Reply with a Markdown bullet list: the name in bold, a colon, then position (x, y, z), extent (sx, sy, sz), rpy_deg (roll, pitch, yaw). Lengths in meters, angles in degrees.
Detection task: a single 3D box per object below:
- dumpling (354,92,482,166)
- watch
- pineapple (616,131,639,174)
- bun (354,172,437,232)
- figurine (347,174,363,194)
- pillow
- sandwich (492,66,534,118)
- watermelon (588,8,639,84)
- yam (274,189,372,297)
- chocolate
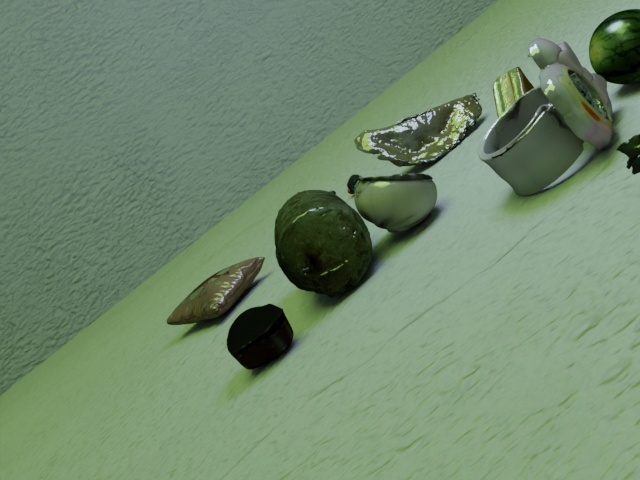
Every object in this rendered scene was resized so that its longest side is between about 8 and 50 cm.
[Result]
- **dumpling**: position (0.263, -0.247, 2.205), extent (0.332, 0.166, 0.086), rpy_deg (-20, -28, 5)
- **watch**: position (0.387, -0.211, 1.556), extent (0.217, 0.211, 0.248), rpy_deg (-39, 18, 32)
- **pineapple**: position (0.517, -0.150, 1.114), extent (0.170, 0.141, 0.310), rpy_deg (-46, 8, -17)
- **bun**: position (0.156, -0.076, 1.805), extent (0.173, 0.119, 0.173), rpy_deg (-4, 3, 0)
- **figurine**: position (0.103, -0.145, 2.375), extent (0.106, 0.047, 0.060), rpy_deg (-135, 61, -70)
- **pillow**: position (-0.269, 0.136, 2.277), extent (0.236, 0.084, 0.223), rpy_deg (-20, 19, 46)
- **sandwich**: position (0.413, -0.287, 1.882), extent (0.079, 0.113, 0.163), rpy_deg (-28, 16, 35)
- **watermelon**: position (0.593, -0.366, 1.635), extent (0.141, 0.140, 0.187), rpy_deg (-43, 17, -26)
- **yam**: position (0.000, 0.000, 1.817), extent (0.195, 0.195, 0.300), rpy_deg (-37, 12, 3)
- **chocolate**: position (-0.110, 0.194, 1.675), extent (0.149, 0.080, 0.125), rpy_deg (-15, 36, 42)
